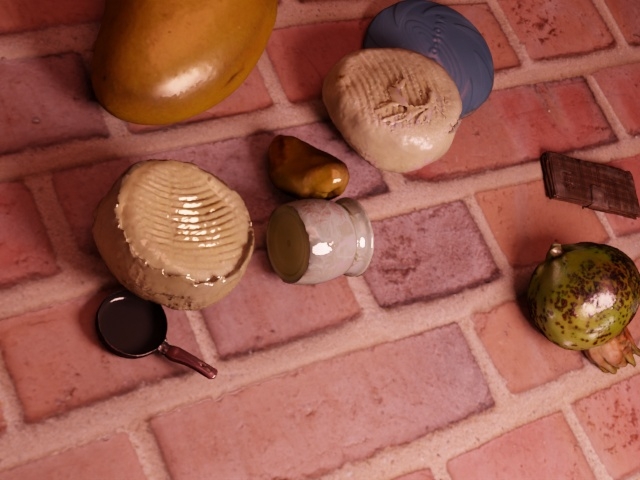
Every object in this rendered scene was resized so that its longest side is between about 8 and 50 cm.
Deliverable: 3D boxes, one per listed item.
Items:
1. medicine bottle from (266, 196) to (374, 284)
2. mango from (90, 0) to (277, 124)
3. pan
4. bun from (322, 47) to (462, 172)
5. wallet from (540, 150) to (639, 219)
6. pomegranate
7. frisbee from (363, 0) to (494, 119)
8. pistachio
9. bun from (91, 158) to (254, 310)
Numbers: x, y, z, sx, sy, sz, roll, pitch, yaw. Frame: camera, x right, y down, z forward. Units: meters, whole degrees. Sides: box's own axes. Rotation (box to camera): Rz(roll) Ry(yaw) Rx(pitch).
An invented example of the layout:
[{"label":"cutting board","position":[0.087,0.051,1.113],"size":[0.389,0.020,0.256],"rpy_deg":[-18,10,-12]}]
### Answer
[{"label":"medicine bottle","position":[0.000,0.000,1.780],"size":[0.143,0.147,0.147],"rpy_deg":[-6,68,-35]},{"label":"mango","position":[-0.245,-0.381,1.808],"size":[0.301,0.220,0.445],"rpy_deg":[38,56,-9]},{"label":"pan","position":[-0.254,0.158,1.621],"size":[0.212,0.040,0.115],"rpy_deg":[33,53,-1]},{"label":"bun","position":[0.134,-0.244,1.978],"size":[0.273,0.168,0.272],"rpy_deg":[8,56,-12]},{"label":"wallet","position":[0.581,-0.118,2.226],"size":[0.230,0.042,0.124],"rpy_deg":[13,56,-23]},{"label":"pomegranate","position":[0.507,0.130,1.986],"size":[0.222,0.276,0.204],"rpy_deg":[-38,46,-18]},{"label":"frisbee","position":[0.230,-0.381,2.136],"size":[0.290,0.049,0.289],"rpy_deg":[6,67,-14]},{"label":"pistachio","position":[-0.024,-0.120,1.856],"size":[0.110,0.189,0.100],"rpy_deg":[25,92,-53]},{"label":"bun","position":[-0.240,0.002,1.643],"size":[0.259,0.152,0.259],"rpy_deg":[18,52,-24]}]
